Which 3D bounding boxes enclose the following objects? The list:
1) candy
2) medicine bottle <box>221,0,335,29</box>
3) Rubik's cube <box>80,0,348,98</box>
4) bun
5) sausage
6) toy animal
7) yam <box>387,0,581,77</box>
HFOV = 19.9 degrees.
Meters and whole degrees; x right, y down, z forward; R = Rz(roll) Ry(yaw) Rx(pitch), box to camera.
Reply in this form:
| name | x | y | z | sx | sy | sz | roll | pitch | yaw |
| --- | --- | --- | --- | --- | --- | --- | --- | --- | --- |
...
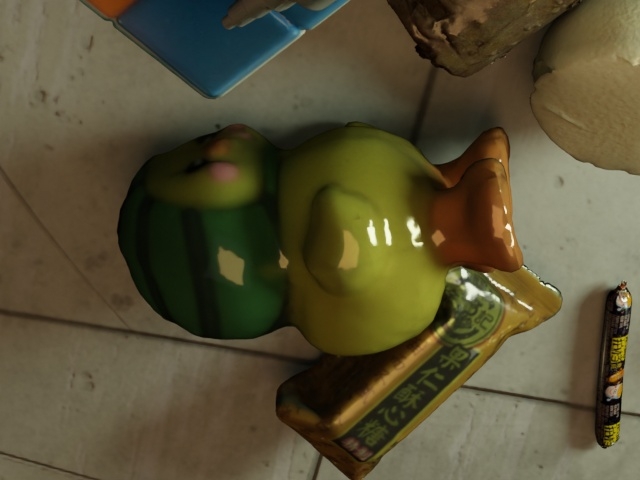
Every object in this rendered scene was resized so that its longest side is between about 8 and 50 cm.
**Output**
| name | x | y | z | sx | sy | sz | roll | pitch | yaw |
| --- | --- | --- | --- | --- | --- | --- | --- | --- | --- |
| candy | 0.083 | 0.101 | 1.660 | 0.271 | 0.101 | 0.143 | -41 | 122 | 14 |
| medicine bottle | 0.010 | -0.182 | 1.120 | 0.199 | 0.057 | 0.057 | -30 | 120 | 33 |
| Rubik's cube | -0.061 | -0.331 | 1.229 | 0.290 | 0.291 | 0.292 | 37 | 130 | -24 |
| bun | 0.264 | -0.143 | 1.497 | 0.173 | 0.120 | 0.173 | 16 | 151 | 9 |
| sausage | 0.277 | 0.121 | 1.723 | 0.028 | 0.025 | 0.198 | -2 | 123 | -4 |
| toy animal | -0.001 | 0.003 | 1.522 | 0.338 | 0.216 | 0.191 | -3 | 112 | 7 |
| yam | 0.183 | -0.242 | 1.431 | 0.280 | 0.131 | 0.131 | -36 | 117 | 19 |
